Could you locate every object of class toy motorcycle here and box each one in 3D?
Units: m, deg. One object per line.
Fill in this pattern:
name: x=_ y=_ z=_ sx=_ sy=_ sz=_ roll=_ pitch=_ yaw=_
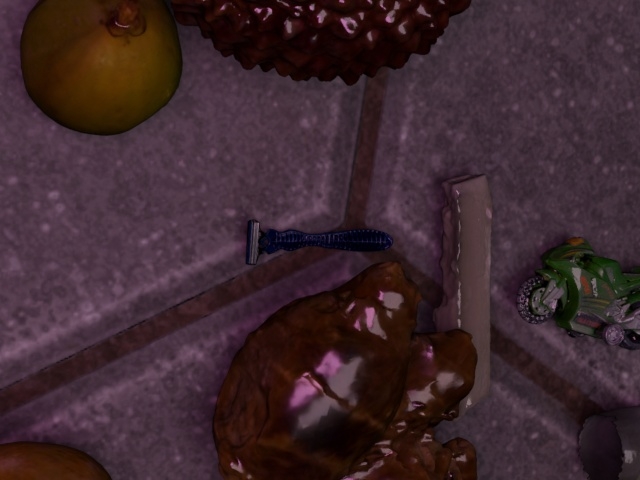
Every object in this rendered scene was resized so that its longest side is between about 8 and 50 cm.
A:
toy motorcycle: x=0.295 y=0.056 z=1.351 sx=0.190 sy=0.074 sz=0.106 roll=15 pitch=88 yaw=-26

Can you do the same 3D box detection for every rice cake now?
rice cake: x=0.146 y=0.059 z=1.288 sx=0.057 sy=0.052 sz=0.256 roll=-22 pitch=115 yaw=-54

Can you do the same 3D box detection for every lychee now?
lychee: x=0.000 y=-0.275 z=1.013 sx=0.305 sy=0.330 sz=0.306 roll=-11 pitch=134 yaw=-12

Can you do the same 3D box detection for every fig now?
fig: x=-0.185 y=-0.162 z=1.058 sx=0.135 sy=0.121 sz=0.153 roll=-4 pitch=129 yaw=-18

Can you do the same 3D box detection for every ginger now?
ginger: x=0.032 y=0.193 z=1.205 sx=0.274 sy=0.152 sz=0.358 roll=-8 pitch=106 yaw=-12

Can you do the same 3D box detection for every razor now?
razor: x=-0.002 y=-0.001 z=1.223 sx=0.154 sy=0.028 sz=0.044 roll=-1 pitch=98 yaw=-22

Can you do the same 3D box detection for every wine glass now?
wine glass: x=0.480 y=0.271 z=1.374 sx=0.309 sy=0.264 sz=0.096 roll=-1 pitch=119 yaw=-24

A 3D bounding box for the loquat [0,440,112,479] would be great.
loquat: x=-0.267 y=0.281 z=1.079 sx=0.213 sy=0.213 sz=0.213 roll=-6 pitch=105 yaw=-22
